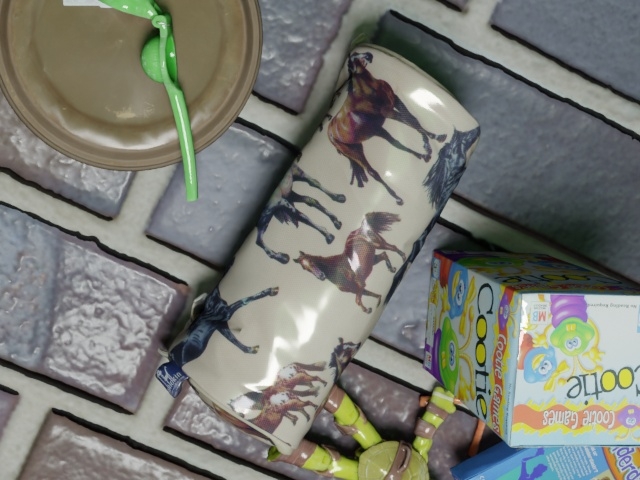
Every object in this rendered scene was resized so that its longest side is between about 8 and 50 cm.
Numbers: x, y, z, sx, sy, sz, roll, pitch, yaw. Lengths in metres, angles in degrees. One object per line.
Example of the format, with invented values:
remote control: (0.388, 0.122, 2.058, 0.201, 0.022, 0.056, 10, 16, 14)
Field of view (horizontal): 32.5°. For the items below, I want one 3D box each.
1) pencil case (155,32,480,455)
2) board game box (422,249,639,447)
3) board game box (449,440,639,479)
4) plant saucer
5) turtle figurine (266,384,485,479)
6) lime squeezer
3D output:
pencil case: (0.000, 0.000, 1.110, 0.183, 0.160, 0.410, 32, 90, 17)
board game box: (0.213, 0.098, 1.105, 0.144, 0.275, 0.142, 2, 97, -11)
board game box: (0.269, 0.276, 1.204, 0.210, 0.047, 0.160, -25, 101, -7)
plant saucer: (-0.194, -0.207, 1.110, 0.278, 0.041, 0.277, -1, 98, -9)
turtle figurine: (0.055, 0.256, 1.193, 0.217, 0.087, 0.269, 33, 91, -13)
lime squeezer: (-0.186, -0.184, 1.065, 0.110, 0.059, 0.310, -41, 103, -3)
